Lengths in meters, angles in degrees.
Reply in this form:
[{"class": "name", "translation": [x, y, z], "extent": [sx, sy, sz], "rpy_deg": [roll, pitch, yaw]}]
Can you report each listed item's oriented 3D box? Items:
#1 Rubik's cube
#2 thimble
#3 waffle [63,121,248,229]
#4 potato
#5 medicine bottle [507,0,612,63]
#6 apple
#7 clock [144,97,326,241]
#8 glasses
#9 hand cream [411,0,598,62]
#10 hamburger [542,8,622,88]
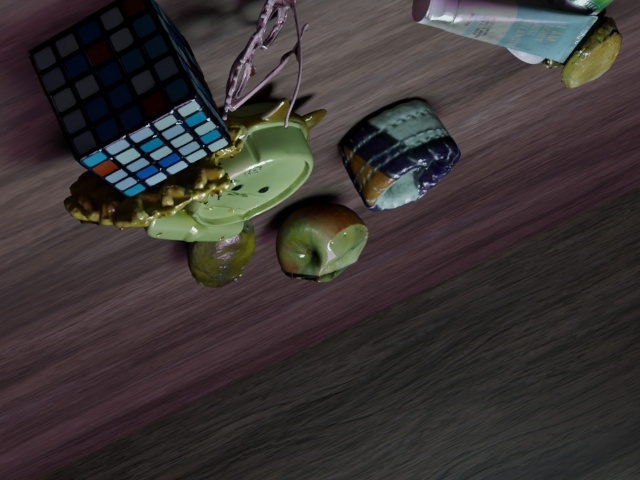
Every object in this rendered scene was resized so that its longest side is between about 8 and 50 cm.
[{"class": "Rubik's cube", "translation": [-0.252, -0.193, 1.460], "extent": [0.184, 0.182, 0.187], "rpy_deg": [-28, 162, 3]}, {"class": "thimble", "translation": [0.163, -0.169, 2.197], "extent": [0.237, 0.150, 0.237], "rpy_deg": [-26, 164, -8]}, {"class": "waffle", "translation": [-0.244, -0.107, 1.643], "extent": [0.281, 0.058, 0.301], "rpy_deg": [2, -146, 30]}, {"class": "potato", "translation": [-0.209, 0.021, 2.259], "extent": [0.149, 0.113, 0.251], "rpy_deg": [-15, 161, -23]}, {"class": "medicine bottle", "translation": [0.428, -0.434, 1.839], "extent": [0.133, 0.133, 0.274], "rpy_deg": [-7, 153, -47]}, {"class": "apple", "translation": [0.000, 0.000, 2.414], "extent": [0.207, 0.174, 0.188], "rpy_deg": [-42, 177, 37]}, {"class": "clock", "translation": [-0.145, -0.127, 1.915], "extent": [0.348, 0.117, 0.286], "rpy_deg": [-35, 162, 25]}, {"class": "glasses", "translation": [-0.066, -0.264, 1.517], "extent": [0.162, 0.095, 0.256], "rpy_deg": [84, 28, -71]}, {"class": "hand cream", "translation": [0.303, -0.357, 1.777], "extent": [0.312, 0.070, 0.111], "rpy_deg": [8, 140, -20]}, {"class": "hamburger", "translation": [0.508, -0.394, 2.094], "extent": [0.184, 0.131, 0.159], "rpy_deg": [-27, 156, -23]}]
